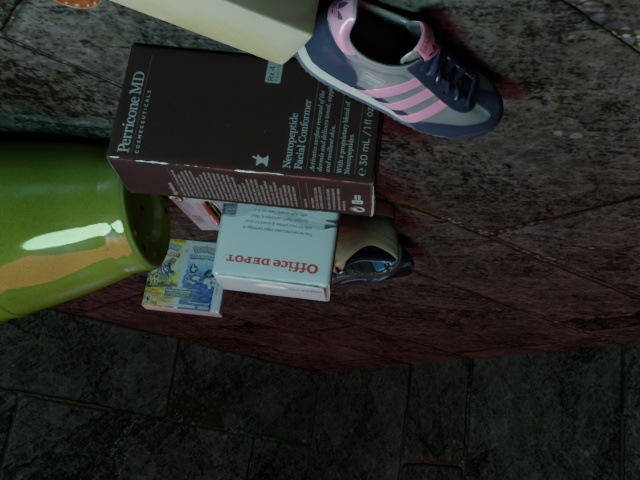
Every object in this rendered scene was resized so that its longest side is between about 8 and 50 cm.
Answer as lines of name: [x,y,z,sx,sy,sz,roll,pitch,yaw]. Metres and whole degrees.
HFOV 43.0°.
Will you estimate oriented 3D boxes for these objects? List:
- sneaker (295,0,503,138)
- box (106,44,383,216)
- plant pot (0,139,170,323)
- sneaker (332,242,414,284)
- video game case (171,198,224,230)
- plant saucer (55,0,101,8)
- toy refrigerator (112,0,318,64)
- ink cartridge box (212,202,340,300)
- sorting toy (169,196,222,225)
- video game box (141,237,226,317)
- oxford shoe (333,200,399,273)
sneaker: [0.129,-0.219,1.048,0.319,0.112,0.131,15,164,-24]
box: [-0.099,-0.162,1.198,0.381,0.191,0.143,5,162,6]
plant pot: [-0.490,-0.037,1.555,0.353,0.366,0.366,-7,159,9]
sneaker: [0.055,0.060,1.912,0.341,0.125,0.140,0,165,30]
video game case: [-0.172,-0.089,1.649,0.244,0.061,0.269,3,161,14]
plant saucer: [-0.325,-0.331,1.056,0.083,0.013,0.083,8,162,3]
toy refrigerator: [-0.140,-0.302,0.924,0.269,0.102,0.094,16,161,-24]
ink cartridge box: [-0.064,-0.044,1.402,0.197,0.272,0.114,7,162,4]
sorting toy: [-0.259,-0.116,1.423,0.274,0.046,0.132,52,-178,-6]
video game box: [-0.336,0.092,2.069,0.205,0.187,0.048,5,158,7]
oxford shoe: [0.000,0.000,1.605,0.348,0.130,0.123,-6,158,-17]
